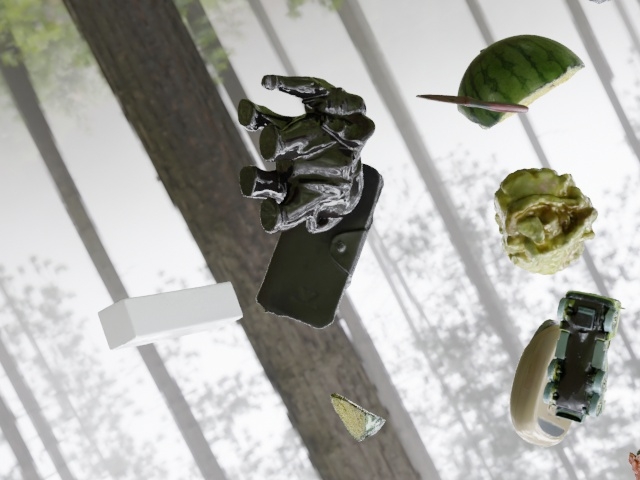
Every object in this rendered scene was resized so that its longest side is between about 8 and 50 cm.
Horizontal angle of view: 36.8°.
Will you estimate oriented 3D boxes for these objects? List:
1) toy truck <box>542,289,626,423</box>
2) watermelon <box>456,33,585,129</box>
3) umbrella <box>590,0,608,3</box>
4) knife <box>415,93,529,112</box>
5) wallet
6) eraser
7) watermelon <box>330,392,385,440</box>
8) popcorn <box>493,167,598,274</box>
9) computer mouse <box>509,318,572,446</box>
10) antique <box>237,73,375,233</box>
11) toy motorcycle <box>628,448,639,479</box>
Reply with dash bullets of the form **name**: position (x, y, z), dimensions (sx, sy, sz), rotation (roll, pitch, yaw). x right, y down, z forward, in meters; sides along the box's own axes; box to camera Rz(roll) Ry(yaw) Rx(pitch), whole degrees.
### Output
- **toy truck**: position (0.396, 0.170, 1.428), dimensions (0.085, 0.191, 0.116), rotation (11, -175, 30)
- **watermelon**: position (0.463, -0.401, 2.340), dimensions (0.331, 0.189, 0.331), rotation (-37, -177, 2)
- **umbrella**: position (0.506, -0.449, 1.709), dimensions (0.071, 0.070, 0.248), rotation (-25, 175, 25)
- **knife**: position (0.314, -0.286, 1.983), dimensions (0.248, 0.018, 0.035), rotation (6, -143, -12)
- **wallet**: position (0.000, 0.000, 2.078), dimensions (0.197, 0.377, 0.051), rotation (21, -179, 23)
- **eraser**: position (-0.276, 0.139, 1.812), dimensions (0.076, 0.078, 0.298), rotation (-26, 169, 32)
- **watermelon**: position (0.099, 0.402, 2.211), dimensions (0.075, 0.091, 0.181), rotation (-17, -171, -21)
- **popcorn**: position (0.475, -0.041, 2.034), dimensions (0.212, 0.259, 0.259), rotation (-16, -177, -2)
- **computer mouse**: position (0.433, 0.272, 1.828), dimensions (0.082, 0.145, 0.236), rotation (1, -110, 58)
- **antique**: position (-0.024, -0.174, 1.950), dimensions (0.255, 0.322, 0.185), rotation (-5, -177, -30)
- **toy motorcycle**: position (0.748, 0.440, 1.772), dimensions (0.326, 0.147, 0.221), rotation (1, -163, 4)
